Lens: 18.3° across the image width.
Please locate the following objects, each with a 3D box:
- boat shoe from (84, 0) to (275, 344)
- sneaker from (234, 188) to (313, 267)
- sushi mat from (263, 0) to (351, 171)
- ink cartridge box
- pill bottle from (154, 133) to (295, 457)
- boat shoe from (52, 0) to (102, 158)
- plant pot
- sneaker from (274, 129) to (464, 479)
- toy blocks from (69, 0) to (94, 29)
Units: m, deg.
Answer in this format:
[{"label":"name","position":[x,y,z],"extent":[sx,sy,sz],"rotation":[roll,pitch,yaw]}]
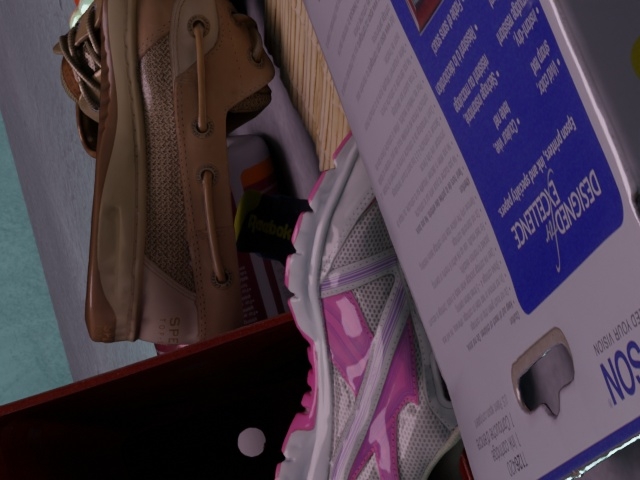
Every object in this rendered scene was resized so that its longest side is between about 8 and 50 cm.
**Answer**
[{"label":"boat shoe","position":[-0.086,-0.102,1.268],"extent":[0.121,0.110,0.341],"rotation":[133,141,-82]},{"label":"sneaker","position":[0.000,0.000,1.254],"extent":[0.144,0.059,0.053],"rotation":[28,102,56]},{"label":"sushi mat","position":[-0.005,-0.163,1.112],"extent":[0.316,0.019,0.151],"rotation":[90,159,-56]},{"label":"ink cartridge box","position":[0.074,-0.058,0.804],"extent":[0.303,0.072,0.307],"rotation":[120,129,-72]},{"label":"pill bottle","position":[-0.068,0.043,1.441],"extent":[0.121,0.121,0.221],"rotation":[-155,48,-74]},{"label":"boat shoe","position":[-0.133,-0.129,1.484],"extent":[0.324,0.120,0.122],"rotation":[106,144,-69]},{"label":"plant pot","position":[-0.030,0.186,1.217],"extent":[0.236,0.267,0.267],"rotation":[17,-125,-88]},{"label":"sneaker","position":[0.048,0.053,1.025],"extent":[0.103,0.111,0.252],"rotation":[-32,-52,-63]},{"label":"toy blocks","position":[-0.219,-0.247,1.851],"extent":[0.123,0.054,0.148],"rotation":[90,159,-54]}]
